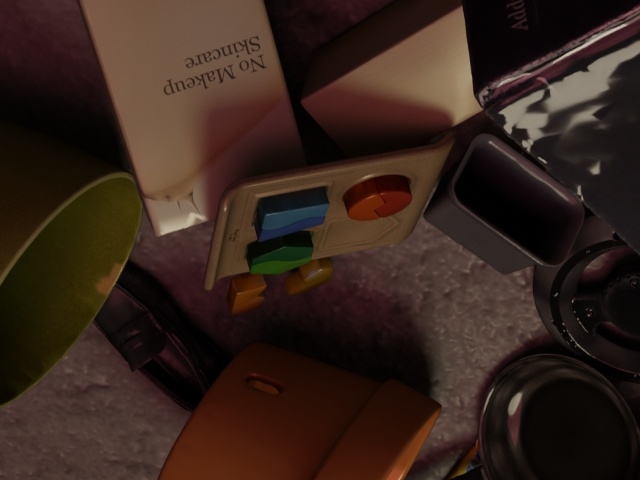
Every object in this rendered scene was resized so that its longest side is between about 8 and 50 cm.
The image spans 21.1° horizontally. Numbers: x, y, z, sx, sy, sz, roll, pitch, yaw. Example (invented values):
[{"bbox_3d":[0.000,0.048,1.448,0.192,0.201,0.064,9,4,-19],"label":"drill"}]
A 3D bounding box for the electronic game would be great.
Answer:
[{"bbox_3d":[0.323,0.057,1.692,0.229,0.048,0.229,11,132,13],"label":"electronic game"}]

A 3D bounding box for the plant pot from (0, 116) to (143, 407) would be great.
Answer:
[{"bbox_3d":[-0.372,-0.026,1.679,0.293,0.275,0.275,33,128,14],"label":"plant pot"}]

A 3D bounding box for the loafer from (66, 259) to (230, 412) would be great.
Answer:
[{"bbox_3d":[-0.182,0.102,1.821,0.223,0.078,0.076,43,122,-18],"label":"loafer"}]

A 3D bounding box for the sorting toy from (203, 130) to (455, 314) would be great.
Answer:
[{"bbox_3d":[0.000,0.000,1.641,0.229,0.041,0.307,-15,160,-14],"label":"sorting toy"}]

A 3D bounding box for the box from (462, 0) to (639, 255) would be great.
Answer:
[{"bbox_3d":[0.344,-0.295,1.136,0.472,0.480,0.297,-25,137,27],"label":"box"}]

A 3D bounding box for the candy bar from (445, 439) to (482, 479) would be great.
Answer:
[{"bbox_3d":[0.155,0.274,1.904,0.040,0.018,0.161,28,125,-8],"label":"candy bar"}]

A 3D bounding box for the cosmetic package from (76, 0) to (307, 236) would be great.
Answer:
[{"bbox_3d":[-0.126,-0.178,1.544,0.160,0.113,0.309,-19,117,-6],"label":"cosmetic package"}]

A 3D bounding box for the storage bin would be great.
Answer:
[{"bbox_3d":[0.170,-0.031,1.648,0.135,0.098,0.091,35,152,-13],"label":"storage bin"}]

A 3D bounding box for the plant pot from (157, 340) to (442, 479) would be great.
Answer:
[{"bbox_3d":[-0.035,0.240,1.782,0.203,0.291,0.291,32,127,10],"label":"plant pot"}]

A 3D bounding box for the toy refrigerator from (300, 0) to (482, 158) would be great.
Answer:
[{"bbox_3d":[0.121,-0.177,1.549,0.269,0.094,0.102,-29,119,30],"label":"toy refrigerator"}]

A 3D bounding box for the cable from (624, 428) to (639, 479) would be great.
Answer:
[{"bbox_3d":[0.441,0.268,1.792,0.257,0.089,0.257,-16,119,23],"label":"cable"}]

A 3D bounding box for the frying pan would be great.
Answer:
[{"bbox_3d":[0.220,0.257,1.807,0.197,0.053,0.326,48,124,22],"label":"frying pan"}]
